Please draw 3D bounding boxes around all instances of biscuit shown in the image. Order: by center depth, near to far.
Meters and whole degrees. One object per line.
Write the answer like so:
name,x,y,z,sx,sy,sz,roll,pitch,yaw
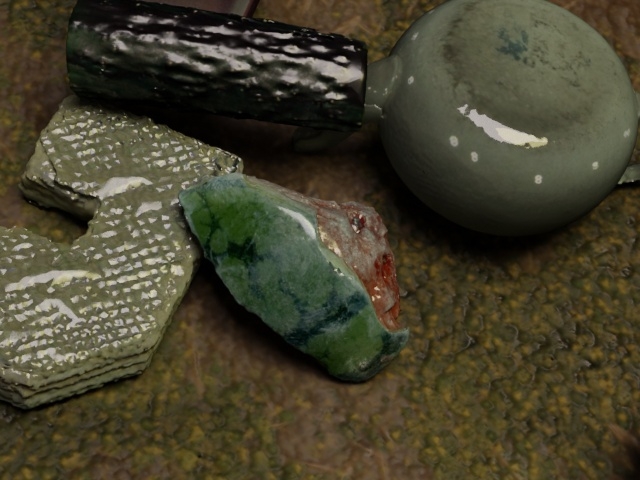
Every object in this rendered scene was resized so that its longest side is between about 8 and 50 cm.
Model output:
biscuit,-0.162,0.009,1.319,0.147,0.046,0.250,24,54,3

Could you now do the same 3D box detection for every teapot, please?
teapot,0.136,-0.089,1.411,0.294,0.129,0.193,7,55,-11

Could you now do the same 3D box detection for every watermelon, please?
watermelon,0.000,0.000,1.335,0.187,0.071,0.139,45,38,-4

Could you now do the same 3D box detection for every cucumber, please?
cucumber,-0.070,-0.130,1.349,0.211,0.062,0.078,6,69,6

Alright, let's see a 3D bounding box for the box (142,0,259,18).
box,-0.094,-0.226,1.486,0.120,0.069,0.224,22,52,2
